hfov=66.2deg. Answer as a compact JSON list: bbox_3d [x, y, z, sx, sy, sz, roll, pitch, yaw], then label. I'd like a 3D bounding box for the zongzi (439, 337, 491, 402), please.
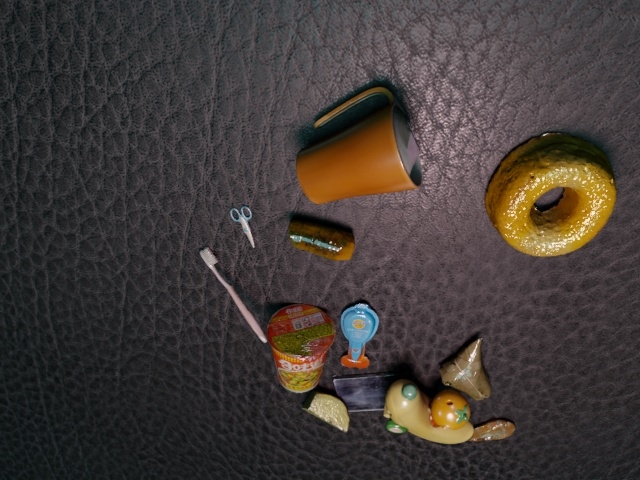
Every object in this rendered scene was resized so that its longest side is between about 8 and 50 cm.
[{"bbox_3d":[0.460,0.369,1.388,0.189,0.081,0.178,29,117,-14],"label":"zongzi"}]

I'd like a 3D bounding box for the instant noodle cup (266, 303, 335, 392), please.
[{"bbox_3d":[-0.057,0.320,1.390,0.193,0.193,0.212,7,131,5],"label":"instant noodle cup"}]

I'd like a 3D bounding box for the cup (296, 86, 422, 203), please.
[{"bbox_3d":[0.083,-0.194,1.055,0.263,0.182,0.226,-14,86,25],"label":"cup"}]

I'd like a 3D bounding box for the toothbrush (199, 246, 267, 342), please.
[{"bbox_3d":[-0.231,0.146,1.329,0.029,0.025,0.307,-35,88,18],"label":"toothbrush"}]

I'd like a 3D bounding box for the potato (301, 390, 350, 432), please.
[{"bbox_3d":[0.024,0.538,1.571,0.149,0.081,0.120,32,162,-5],"label":"potato"}]

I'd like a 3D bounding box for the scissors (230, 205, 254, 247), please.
[{"bbox_3d":[-0.192,-0.034,1.275,0.058,0.014,0.119,-11,116,17],"label":"scissors"}]

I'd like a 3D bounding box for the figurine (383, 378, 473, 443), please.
[{"bbox_3d":[0.326,0.492,1.413,0.324,0.124,0.222,30,138,-20],"label":"figurine"}]

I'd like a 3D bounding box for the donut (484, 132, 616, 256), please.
[{"bbox_3d":[0.505,-0.083,1.073,0.277,0.108,0.278,4,123,6],"label":"donut"}]

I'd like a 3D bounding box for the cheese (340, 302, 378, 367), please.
[{"bbox_3d":[0.107,0.278,1.412,0.106,0.037,0.256,7,124,6],"label":"cheese"}]

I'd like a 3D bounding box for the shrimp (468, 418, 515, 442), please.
[{"bbox_3d":[0.521,0.609,1.548,0.184,0.043,0.091,-20,120,19],"label":"shrimp"}]

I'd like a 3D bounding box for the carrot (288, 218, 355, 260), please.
[{"bbox_3d":[0.000,0.000,1.226,0.173,0.082,0.082,12,123,2],"label":"carrot"}]

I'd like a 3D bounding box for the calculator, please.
[{"bbox_3d":[0.176,0.474,1.532,0.261,0.021,0.161,-7,120,13],"label":"calculator"}]
